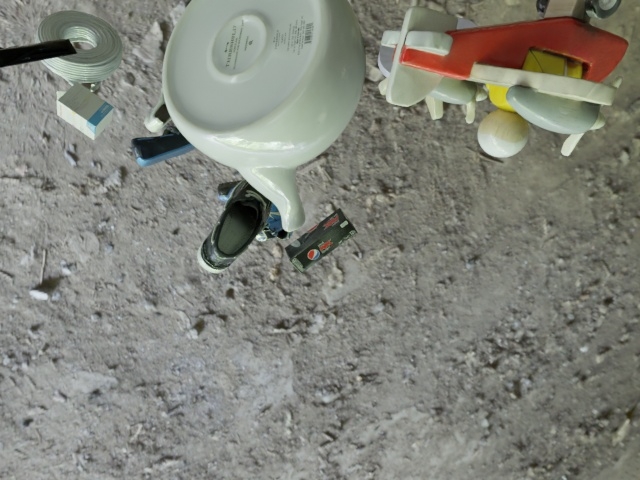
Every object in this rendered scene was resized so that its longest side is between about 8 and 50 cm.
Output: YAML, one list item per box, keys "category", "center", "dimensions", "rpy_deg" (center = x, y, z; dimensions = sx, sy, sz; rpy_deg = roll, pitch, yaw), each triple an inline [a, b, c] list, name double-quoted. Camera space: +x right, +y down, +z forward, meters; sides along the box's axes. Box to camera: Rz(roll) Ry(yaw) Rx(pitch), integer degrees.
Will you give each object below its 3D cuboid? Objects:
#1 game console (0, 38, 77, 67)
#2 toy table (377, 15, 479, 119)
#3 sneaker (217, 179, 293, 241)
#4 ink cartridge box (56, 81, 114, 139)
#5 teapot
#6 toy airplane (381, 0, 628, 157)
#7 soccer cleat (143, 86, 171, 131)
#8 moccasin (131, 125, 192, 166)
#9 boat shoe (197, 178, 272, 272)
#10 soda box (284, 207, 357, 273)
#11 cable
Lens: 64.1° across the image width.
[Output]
- category: "game console"
  center: [-0.809, -0.487, 1.343]
  dimensions: [0.213, 0.361, 0.043]
  rpy_deg: [-30, 124, -37]
- category: "toy table"
  center: [0.279, -0.463, 1.344]
  dimensions: [0.275, 0.161, 0.252]
  rpy_deg: [-5, 78, -1]
- category: "sneaker"
  center: [-0.164, -0.076, 1.440]
  dimensions: [0.330, 0.130, 0.147]
  rpy_deg: [24, 68, -55]
- category: "ink cartridge box"
  center: [-0.702, -0.388, 1.512]
  dimensions: [0.143, 0.092, 0.089]
  rpy_deg: [36, 62, -13]
- category: "teapot"
  center: [-0.047, -0.191, 0.617]
  dimensions: [0.256, 0.252, 0.187]
  rpy_deg: [-45, 154, 11]
- category: "toy airplane"
  center: [0.288, -0.265, 0.855]
  dimensions: [0.386, 0.385, 0.272]
  rpy_deg: [-43, 132, -50]
- category: "soccer cleat"
  center: [-0.397, -0.364, 1.351]
  dimensions: [0.068, 0.076, 0.196]
  rpy_deg: [41, 55, -34]
- category: "moccasin"
  center: [-0.551, -0.388, 1.936]
  dimensions: [0.342, 0.138, 0.116]
  rpy_deg: [-33, 96, -48]
- category: "boat shoe"
  center: [-0.170, -0.056, 1.174]
  dimensions: [0.114, 0.091, 0.302]
  rpy_deg: [34, 53, -18]
- category: "soda box"
  center: [0.000, 0.000, 1.214]
  dimensions: [0.169, 0.060, 0.053]
  rpy_deg: [-36, 125, 6]
- category: "cable"
  center: [-0.768, -0.618, 1.628]
  dimensions: [0.257, 0.089, 0.257]
  rpy_deg: [31, 53, -6]
